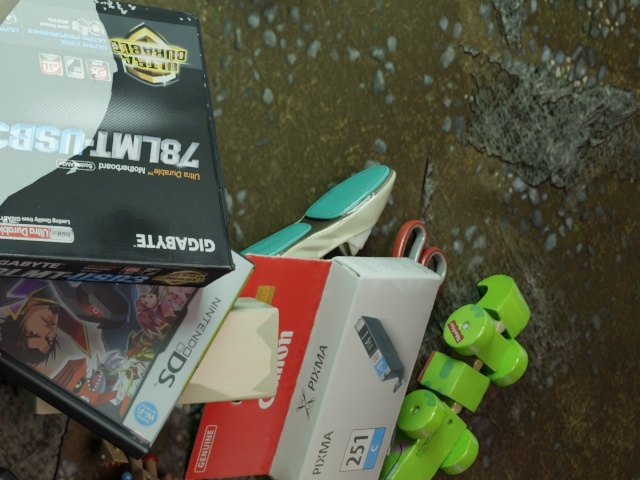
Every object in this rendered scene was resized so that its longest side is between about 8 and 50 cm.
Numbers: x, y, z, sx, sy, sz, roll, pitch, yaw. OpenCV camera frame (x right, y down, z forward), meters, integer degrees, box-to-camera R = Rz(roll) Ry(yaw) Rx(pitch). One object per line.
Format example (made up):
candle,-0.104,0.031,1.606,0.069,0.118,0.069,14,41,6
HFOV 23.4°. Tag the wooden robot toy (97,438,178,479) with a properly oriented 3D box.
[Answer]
wooden robot toy,-0.211,0.289,1.754,0.079,0.076,0.173,-39,128,12

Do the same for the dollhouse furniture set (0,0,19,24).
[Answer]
dollhouse furniture set,-0.406,-0.316,1.301,0.256,0.362,0.394,-57,153,-19

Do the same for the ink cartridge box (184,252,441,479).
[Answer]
ink cartridge box,-0.006,0.164,1.846,0.261,0.066,0.296,2,110,-41

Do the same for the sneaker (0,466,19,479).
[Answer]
sneaker,-0.300,0.360,1.660,0.121,0.111,0.300,-37,126,-39

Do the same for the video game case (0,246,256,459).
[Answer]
video game case,-0.236,0.049,1.589,0.275,0.035,0.248,34,61,-9

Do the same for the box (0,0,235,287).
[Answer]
box,-0.241,-0.104,1.553,0.295,0.073,0.293,5,66,-36

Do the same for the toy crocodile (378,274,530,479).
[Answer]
toy crocodile,0.171,0.193,2.034,0.115,0.105,0.340,41,76,-37

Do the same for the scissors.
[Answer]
scissors,0.098,0.118,1.968,0.109,0.021,0.297,41,59,-42

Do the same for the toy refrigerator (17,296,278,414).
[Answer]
toy refrigerator,-0.187,0.121,1.678,0.269,0.094,0.102,-2,98,-25

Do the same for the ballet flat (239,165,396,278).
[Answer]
ballet flat,0.000,0.000,1.862,0.248,0.086,0.086,-33,117,-22
